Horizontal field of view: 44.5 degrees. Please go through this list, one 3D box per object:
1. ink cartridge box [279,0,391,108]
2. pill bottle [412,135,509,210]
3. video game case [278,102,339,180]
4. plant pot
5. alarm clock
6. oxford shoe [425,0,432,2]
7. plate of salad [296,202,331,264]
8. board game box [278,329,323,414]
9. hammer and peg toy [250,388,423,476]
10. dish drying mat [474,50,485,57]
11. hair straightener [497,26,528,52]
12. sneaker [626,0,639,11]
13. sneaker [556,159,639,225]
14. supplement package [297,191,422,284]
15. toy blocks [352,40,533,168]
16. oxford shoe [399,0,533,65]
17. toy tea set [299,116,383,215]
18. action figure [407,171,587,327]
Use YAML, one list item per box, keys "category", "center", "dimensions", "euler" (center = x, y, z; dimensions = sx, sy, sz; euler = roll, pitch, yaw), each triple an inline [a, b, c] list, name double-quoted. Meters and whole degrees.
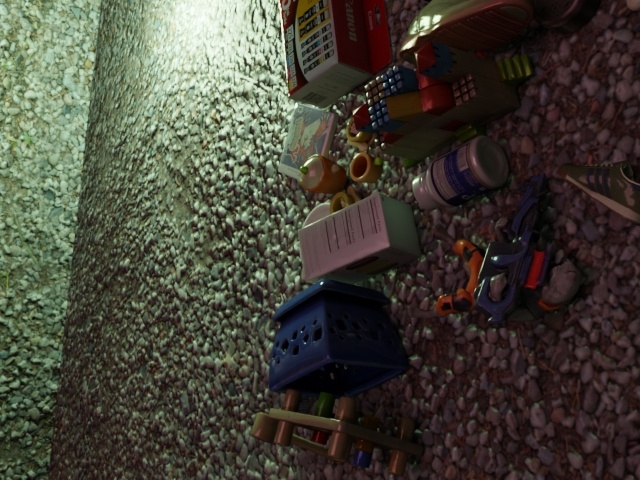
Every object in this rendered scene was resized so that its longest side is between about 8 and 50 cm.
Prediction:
- category: "ink cartridge box"
  center: [0.033, -0.544, 2.010]
  dimensions: [0.272, 0.130, 0.309]
  euler: [-26, 63, 44]
- category: "pill bottle"
  center: [0.287, -0.133, 1.632]
  dimensions: [0.186, 0.112, 0.112]
  euler: [-27, 63, 46]
- category: "video game case"
  center: [-0.036, -0.261, 2.124]
  dimensions: [0.183, 0.023, 0.201]
  euler: [27, 104, 50]
- category: "plant pot"
  center: [0.029, 0.224, 1.793]
  dimensions: [0.236, 0.236, 0.212]
  euler: [-35, 52, 43]
- category: "alarm clock"
  center: [0.461, -0.457, 1.523]
  dimensions: [0.192, 0.064, 0.129]
  euler: [-56, 45, 32]
- category: "oxford shoe"
  center: [0.309, -0.591, 1.718]
  dimensions: [0.227, 0.083, 0.096]
  euler: [11, 87, 50]
- category: "plate of salad"
  center: [0.000, 0.000, 2.011]
  dimensions: [0.200, 0.048, 0.200]
  euler: [-11, 75, 49]
- category: "board game box"
  center: [-0.070, 0.344, 2.022]
  dimensions: [0.194, 0.060, 0.194]
  euler: [10, 90, 51]
- category: "hammer and peg toy"
  center: [0.024, 0.421, 1.750]
  dimensions: [0.361, 0.266, 0.127]
  euler: [-6, 64, 51]
- category: "dish drying mat"
  center: [0.348, -0.370, 1.684]
  dimensions: [0.032, 0.008, 0.083]
  euler: [-37, 56, 42]
- category: "hair straightener"
  center: [0.399, -0.501, 1.601]
  dimensions: [0.089, 0.047, 0.230]
  euler: [23, 108, 51]
- category: "sneaker"
  center: [0.584, -0.477, 1.359]
  dimensions: [0.161, 0.075, 0.057]
  euler: [-50, 48, 33]
- category: "sneaker"
  center: [0.516, -0.107, 1.390]
  dimensions: [0.086, 0.064, 0.192]
  euler: [-59, 44, 15]
- category: "supplement package"
  center: [0.088, 0.006, 1.800]
  dimensions: [0.244, 0.139, 0.134]
  euler: [-25, 64, 35]
- category: "toy blocks"
  center: [0.212, -0.280, 1.625]
  dimensions: [0.381, 0.261, 0.191]
  euler: [-28, 66, 47]
- category: "oxford shoe"
  center: [0.295, -0.475, 1.629]
  dimensions: [0.397, 0.140, 0.146]
  euler: [2, 76, 62]
- category: "toy tea set"
  center: [0.066, -0.208, 1.898]
  dimensions: [0.336, 0.124, 0.200]
  euler: [-58, 42, 21]
- category: "action figure"
  center: [0.361, 0.044, 1.521]
  dimensions: [0.330, 0.178, 0.341]
  euler: [6, 58, 45]
